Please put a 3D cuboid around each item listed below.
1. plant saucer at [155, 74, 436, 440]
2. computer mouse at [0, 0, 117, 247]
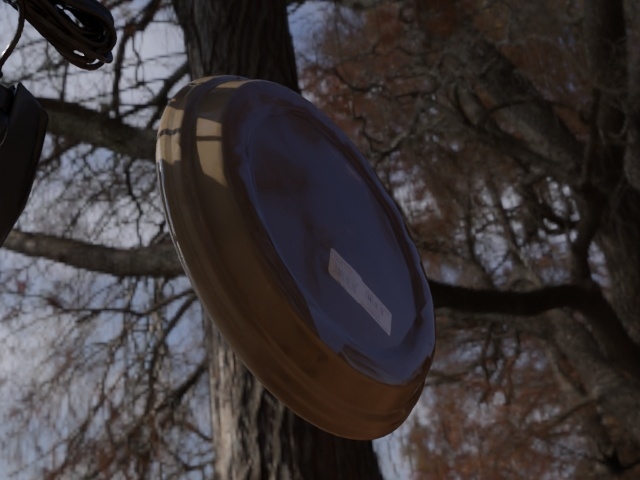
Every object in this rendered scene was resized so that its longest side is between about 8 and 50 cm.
[{"bbox_3d":[0.000,0.000,0.612,0.041,0.278,0.278,-29,-33,25],"label":"plant saucer"},{"bbox_3d":[-0.227,-0.061,0.499,0.060,0.262,0.184,28,-7,37],"label":"computer mouse"}]
